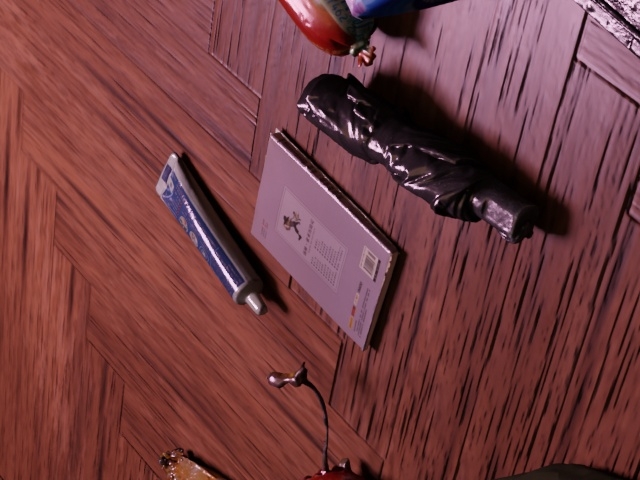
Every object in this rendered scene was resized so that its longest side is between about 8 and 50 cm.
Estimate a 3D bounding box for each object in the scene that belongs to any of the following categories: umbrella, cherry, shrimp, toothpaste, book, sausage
[{"bbox_3d":[0.077,-0.064,1.337,0.235,0.066,0.059,38,130,35],"label":"umbrella"},{"bbox_3d":[-0.005,0.224,1.584,0.107,0.090,0.225,-13,96,59],"label":"cherry"},{"bbox_3d":[-0.124,0.280,1.830,0.184,0.043,0.091,39,140,37],"label":"shrimp"},{"bbox_3d":[-0.106,-0.002,1.662,0.197,0.035,0.057,54,135,27],"label":"toothpaste"},{"bbox_3d":[0.000,0.000,1.528,0.182,0.014,0.127,46,140,31],"label":"book"},{"bbox_3d":[-0.029,-0.246,1.380,0.264,0.083,0.083,57,145,17],"label":"sausage"}]

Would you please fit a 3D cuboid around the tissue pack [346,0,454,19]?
[{"bbox_3d":[0.134,-0.254,1.019,0.263,0.198,0.146,-25,87,54],"label":"tissue pack"}]

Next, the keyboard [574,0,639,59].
[{"bbox_3d":[0.202,-0.171,1.147,0.204,0.013,0.061,48,141,29],"label":"keyboard"}]

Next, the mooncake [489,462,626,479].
[{"bbox_3d":[0.178,0.362,1.304,0.356,0.194,0.356,31,130,45],"label":"mooncake"}]
